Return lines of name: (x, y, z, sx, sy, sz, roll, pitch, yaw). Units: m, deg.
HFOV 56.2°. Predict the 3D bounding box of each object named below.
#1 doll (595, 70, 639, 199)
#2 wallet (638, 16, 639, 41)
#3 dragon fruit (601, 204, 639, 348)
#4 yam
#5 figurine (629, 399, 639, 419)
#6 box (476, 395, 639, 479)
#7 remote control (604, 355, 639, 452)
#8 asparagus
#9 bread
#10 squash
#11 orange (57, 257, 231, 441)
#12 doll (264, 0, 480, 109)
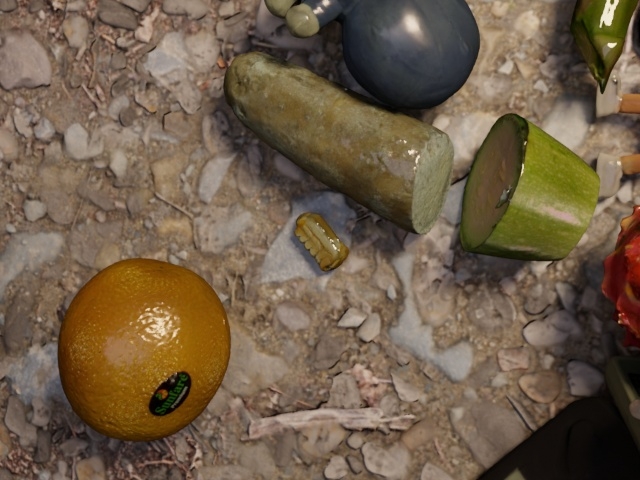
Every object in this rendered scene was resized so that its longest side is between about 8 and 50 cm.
doll: (0.433, -0.127, 0.688, 0.217, 0.085, 0.183, -1, 96, 20)
wallet: (0.506, -0.267, 0.687, 0.255, 0.031, 0.137, 8, 99, 14)
dragon fruit: (0.435, 0.052, 0.645, 0.267, 0.205, 0.210, -2, 116, -24)
yam: (0.019, -0.139, 0.761, 0.330, 0.133, 0.133, 32, 100, 12)
figurine: (0.390, 0.152, 0.505, 0.256, 0.181, 0.145, -18, 56, 39)
box: (0.267, 0.387, 0.642, 0.091, 0.350, 0.359, 37, 103, -27)
remote control: (0.393, 0.221, 0.612, 0.123, 0.285, 0.038, 6, 117, 5)
asparagus: (0.349, -0.339, 0.686, 0.084, 0.082, 0.344, 20, 96, 16)
bread: (0.000, 0.000, 0.817, 0.088, 0.033, 0.049, 49, 116, 10)
squash: (0.239, -0.050, 0.701, 0.122, 0.170, 0.170, 22, 98, -1)
orange: (-0.227, 0.140, 0.785, 0.236, 0.236, 0.237, 1, 94, 13)
doll: (0.077, -0.276, 0.715, 0.228, 0.154, 0.258, -44, 100, -28)
